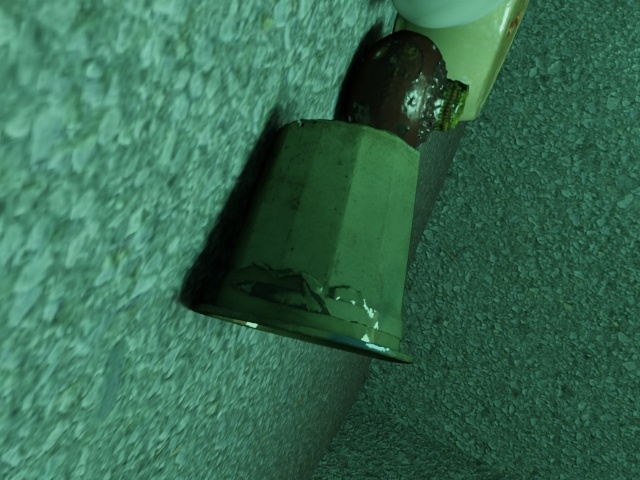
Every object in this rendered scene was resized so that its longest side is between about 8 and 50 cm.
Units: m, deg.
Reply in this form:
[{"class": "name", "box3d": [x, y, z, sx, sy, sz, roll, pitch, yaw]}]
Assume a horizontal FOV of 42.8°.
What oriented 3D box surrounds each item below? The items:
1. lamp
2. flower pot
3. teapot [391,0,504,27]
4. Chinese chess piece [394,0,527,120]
[{"class": "lamp", "box3d": [0.105, -0.173, 0.990, 0.157, 0.135, 0.156, -59, 167, -23]}, {"class": "flower pot", "box3d": [0.000, 0.000, 0.781, 0.212, 0.212, 0.202, 59, 40, -77]}, {"class": "teapot", "box3d": [0.158, -0.336, 0.888, 0.204, 0.139, 0.298, -23, -148, 55]}, {"class": "Chinese chess piece", "box3d": [0.220, -0.341, 1.177, 0.338, 0.141, 0.338, -61, 169, -21]}]
